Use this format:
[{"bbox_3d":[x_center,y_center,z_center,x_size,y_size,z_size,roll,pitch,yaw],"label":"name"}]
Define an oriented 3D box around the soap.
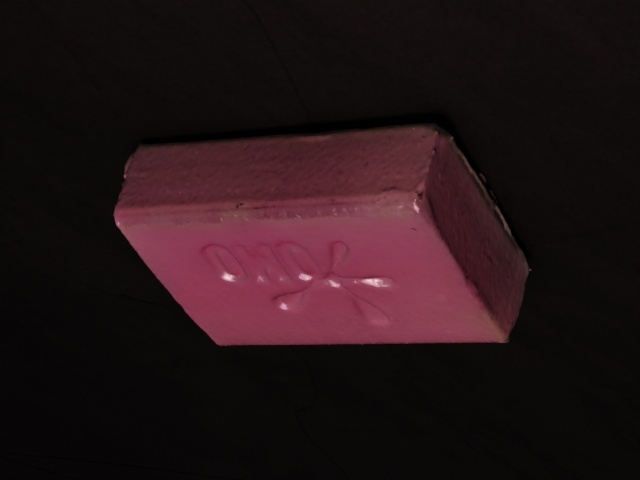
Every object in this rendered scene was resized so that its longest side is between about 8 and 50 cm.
[{"bbox_3d":[0.000,0.002,1.422,0.259,0.081,0.181,-2,143,28],"label":"soap"}]
